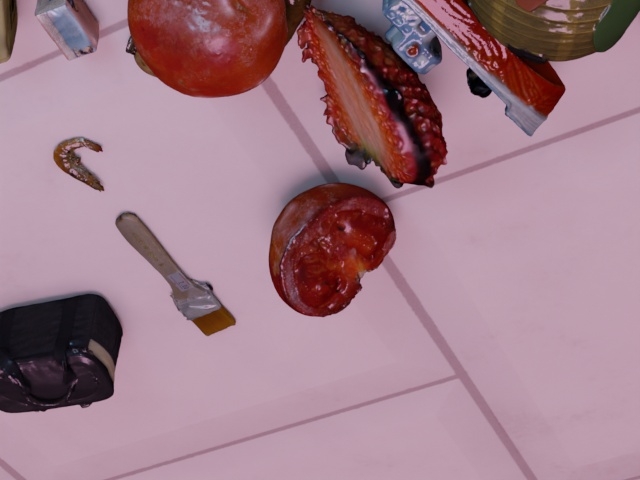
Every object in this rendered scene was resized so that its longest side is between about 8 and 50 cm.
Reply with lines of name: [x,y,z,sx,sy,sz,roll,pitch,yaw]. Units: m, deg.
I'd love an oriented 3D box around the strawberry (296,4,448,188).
strawberry: [0.092,-0.227,1.799,0.137,0.233,0.306,-36,134,-18]

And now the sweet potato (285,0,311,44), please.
sweet potato: [-0.040,-0.382,1.725,0.067,0.067,0.274,5,137,-5]

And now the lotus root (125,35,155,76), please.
lotus root: [-0.216,-0.269,1.841,0.151,0.063,0.072,11,125,-5]

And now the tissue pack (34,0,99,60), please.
tissue pack: [-0.364,-0.317,1.784,0.058,0.074,0.094,-18,135,14]

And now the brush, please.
brush: [-0.264,0.063,2.207,0.085,0.020,0.336,-20,132,20]

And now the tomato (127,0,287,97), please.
tomato: [-0.159,-0.294,1.703,0.232,0.189,0.232,21,149,13]

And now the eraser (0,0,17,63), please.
eraser: [-0.459,-0.346,1.725,0.058,0.117,0.172,2,136,-8]

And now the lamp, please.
lamp: [0.311,-0.345,1.641,0.250,0.250,0.284,-1,150,2]

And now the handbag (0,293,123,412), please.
handbag: [-0.490,0.220,2.254,0.254,0.181,0.181,-9,134,10]

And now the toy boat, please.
toy boat: [0.214,-0.266,1.776,0.332,0.145,0.133,38,119,-24]

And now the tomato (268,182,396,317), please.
tomato: [0.000,0.000,2.061,0.233,0.139,0.200,-47,134,-3]

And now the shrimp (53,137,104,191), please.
shrimp: [-0.379,-0.124,2.017,0.083,0.023,0.114,-30,124,24]
